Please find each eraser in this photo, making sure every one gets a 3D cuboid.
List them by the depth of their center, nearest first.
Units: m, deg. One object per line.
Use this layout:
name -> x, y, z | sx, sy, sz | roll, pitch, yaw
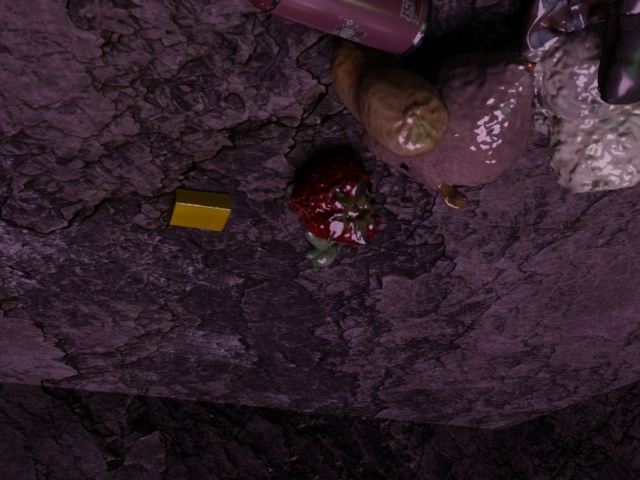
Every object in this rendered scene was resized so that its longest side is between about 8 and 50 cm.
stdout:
eraser -> -0.266, -0.067, 1.610 | 0.122, 0.045, 0.097 | 6, 150, -20

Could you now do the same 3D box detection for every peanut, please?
peanut -> 0.102, -0.235, 1.169 | 0.122, 0.253, 0.137 | -37, 142, 0

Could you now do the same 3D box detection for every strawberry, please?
strawberry -> 0.025, -0.083, 1.524 | 0.201, 0.184, 0.187 | 8, 172, 44

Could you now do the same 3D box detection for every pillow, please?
pillow -> 0.512, -0.358, 1.026 | 0.228, 0.101, 0.326 | -4, 118, -3

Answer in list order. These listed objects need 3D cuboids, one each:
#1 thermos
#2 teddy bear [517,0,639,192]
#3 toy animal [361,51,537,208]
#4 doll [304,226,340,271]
thermos -> -0.009, -0.368, 1.063 | 0.330, 0.136, 0.109 | 10, 114, -27
teddy bear -> 0.494, -0.279, 1.286 | 0.327, 0.362, 0.375 | -2, -161, 35
toy animal -> 0.247, -0.202, 1.266 | 0.226, 0.188, 0.358 | 42, 149, -14
doll -> 0.000, 0.000, 1.770 | 0.115, 0.077, 0.150 | -38, 146, -20
